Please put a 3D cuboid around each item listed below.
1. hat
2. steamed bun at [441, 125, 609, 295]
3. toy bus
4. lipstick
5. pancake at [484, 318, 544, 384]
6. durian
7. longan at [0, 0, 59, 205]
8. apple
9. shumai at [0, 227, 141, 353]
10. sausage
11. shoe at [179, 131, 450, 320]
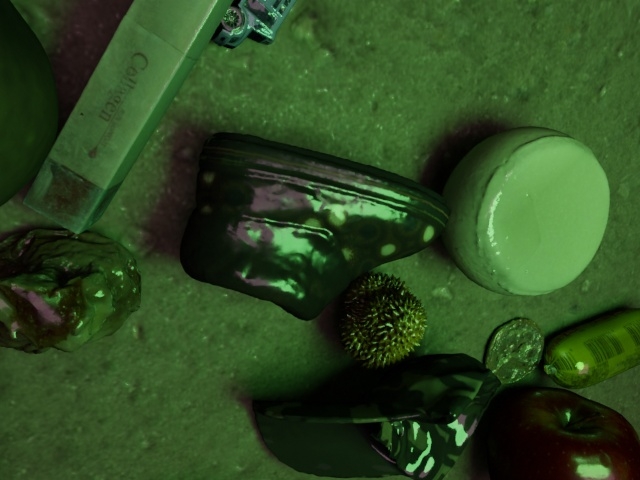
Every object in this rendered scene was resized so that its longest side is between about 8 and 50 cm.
[{"bbox_3d":[0.095,0.280,0.804,0.366,0.382,0.257,91,22,-47],"label":"hat"},{"bbox_3d":[0.324,-0.050,0.793,0.283,0.177,0.282,-5,104,-20],"label":"steamed bun"},{"bbox_3d":[-0.072,-0.314,0.604,0.076,0.073,0.167,32,93,-28],"label":"toy bus"},{"bbox_3d":[-0.214,-0.180,0.544,0.076,0.079,0.371,34,104,-13],"label":"lipstick"},{"bbox_3d":[0.418,0.240,1.012,0.158,0.028,0.158,-5,107,-18],"label":"pancake"},{"bbox_3d":[0.099,0.129,0.773,0.137,0.158,0.168,25,122,-12],"label":"durian"},{"bbox_3d":[-0.399,-0.156,0.401,0.289,0.288,0.349,-19,136,-16],"label":"longan"},{"bbox_3d":[0.492,0.460,0.972,0.289,0.288,0.316,-11,125,-19],"label":"apple"},{"bbox_3d":[-0.330,0.080,0.571,0.206,0.175,0.166,-18,113,-12],"label":"shumai"},{"bbox_3d":[0.636,0.238,1.046,0.348,0.123,0.123,-14,112,-17],"label":"sausage"},{"bbox_3d":[0.000,0.000,0.679,0.385,0.171,0.236,11,96,-23],"label":"shoe"}]
